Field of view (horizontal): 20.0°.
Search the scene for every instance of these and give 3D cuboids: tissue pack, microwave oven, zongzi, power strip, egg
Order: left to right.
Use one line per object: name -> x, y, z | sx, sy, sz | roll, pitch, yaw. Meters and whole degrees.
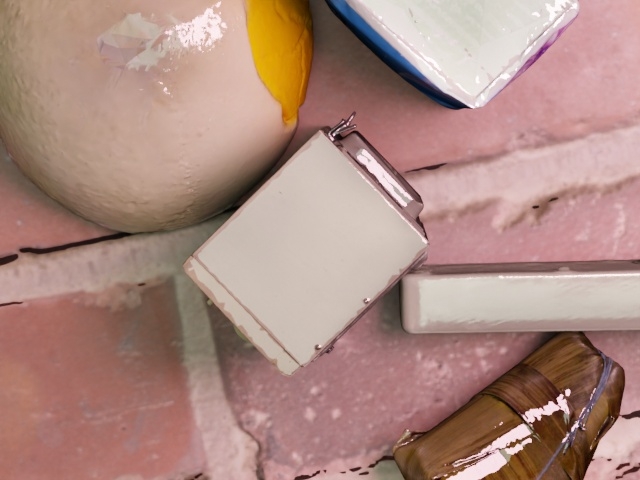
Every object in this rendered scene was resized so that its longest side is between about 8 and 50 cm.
egg -> -0.162, -0.169, 1.585 | 0.337, 0.201, 0.337 | 0, 93, 3
microwave oven -> 0.000, 0.000, 1.570 | 0.194, 0.240, 0.145 | -41, 92, 4
tissue pack -> 0.096, -0.212, 1.538 | 0.198, 0.263, 0.146 | 42, 95, -2
zongzi -> 0.213, 0.226, 1.664 | 0.221, 0.112, 0.242 | -36, 113, -7
power strip -> 0.264, 0.049, 1.643 | 0.385, 0.091, 0.062 | -1, 96, 1
